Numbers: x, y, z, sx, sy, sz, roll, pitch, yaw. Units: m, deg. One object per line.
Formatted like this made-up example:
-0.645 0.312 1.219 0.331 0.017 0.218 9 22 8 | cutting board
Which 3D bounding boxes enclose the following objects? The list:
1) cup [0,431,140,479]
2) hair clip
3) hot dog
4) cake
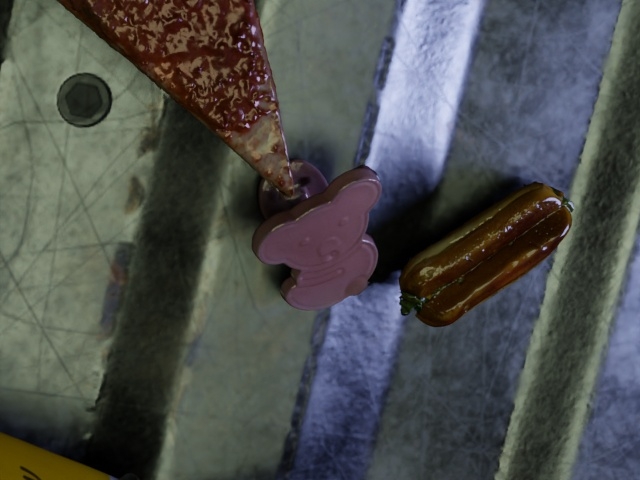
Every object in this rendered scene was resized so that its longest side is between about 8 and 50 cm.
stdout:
-0.270 0.237 1.400 0.280 0.196 0.196 32 92 -15 | cup
0.003 0.004 1.469 0.123 0.102 0.138 -25 111 -8 | hair clip
0.144 0.012 1.544 0.188 0.055 0.072 -33 109 -8 | hot dog
-0.122 -0.144 1.360 0.160 0.158 0.262 -16 110 -10 | cake
